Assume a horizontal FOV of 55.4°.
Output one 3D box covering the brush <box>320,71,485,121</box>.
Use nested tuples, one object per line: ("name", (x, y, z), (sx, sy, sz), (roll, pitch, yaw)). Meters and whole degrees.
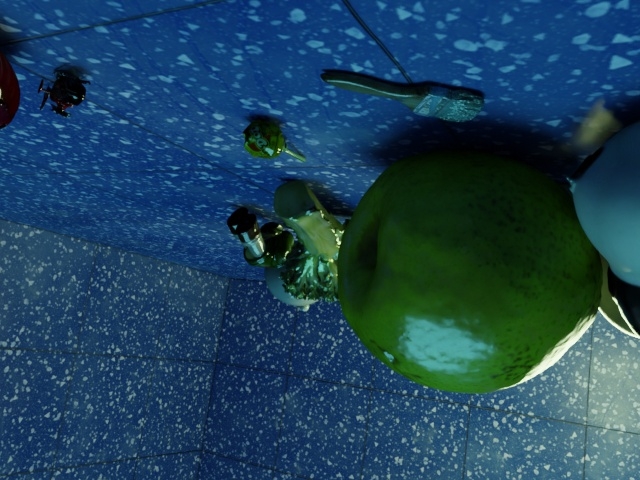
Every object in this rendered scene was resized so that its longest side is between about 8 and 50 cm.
("brush", (0.095, -0.175, 0.724), (0.197, 0.021, 0.070), (12, 171, -9))

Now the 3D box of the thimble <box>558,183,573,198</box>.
("thimble", (0.394, -0.042, 1.040), (0.102, 0.090, 0.115), (12, 168, -17))

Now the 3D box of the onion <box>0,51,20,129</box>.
("onion", (-0.475, -0.188, 0.692), (0.248, 0.161, 0.248), (5, -179, 0))

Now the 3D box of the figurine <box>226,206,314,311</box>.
("figurine", (-0.103, 0.054, 1.625), (0.281, 0.167, 0.370), (32, 169, 49))

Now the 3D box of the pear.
("pear", (0.226, 0.047, 0.912), (0.392, 0.390, 0.391), (8, 170, 1))

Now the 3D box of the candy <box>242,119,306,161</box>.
("candy", (-0.062, -0.145, 0.965), (0.058, 0.062, 0.194), (-41, 165, 13))

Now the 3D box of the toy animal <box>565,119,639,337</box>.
("toy animal", (0.439, -0.005, 0.720), (0.310, 0.250, 0.251), (43, 156, -22))

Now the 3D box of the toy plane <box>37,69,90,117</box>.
("toy plane", (-0.354, -0.198, 0.832), (0.037, 0.060, 0.145), (17, -178, -42))

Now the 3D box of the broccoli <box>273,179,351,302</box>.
("broccoli", (-0.020, -0.003, 1.354), (0.252, 0.221, 0.361), (-8, 152, 37))

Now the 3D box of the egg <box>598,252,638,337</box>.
("egg", (0.533, 0.041, 0.996), (0.201, 0.244, 0.201), (12, 159, 5))
